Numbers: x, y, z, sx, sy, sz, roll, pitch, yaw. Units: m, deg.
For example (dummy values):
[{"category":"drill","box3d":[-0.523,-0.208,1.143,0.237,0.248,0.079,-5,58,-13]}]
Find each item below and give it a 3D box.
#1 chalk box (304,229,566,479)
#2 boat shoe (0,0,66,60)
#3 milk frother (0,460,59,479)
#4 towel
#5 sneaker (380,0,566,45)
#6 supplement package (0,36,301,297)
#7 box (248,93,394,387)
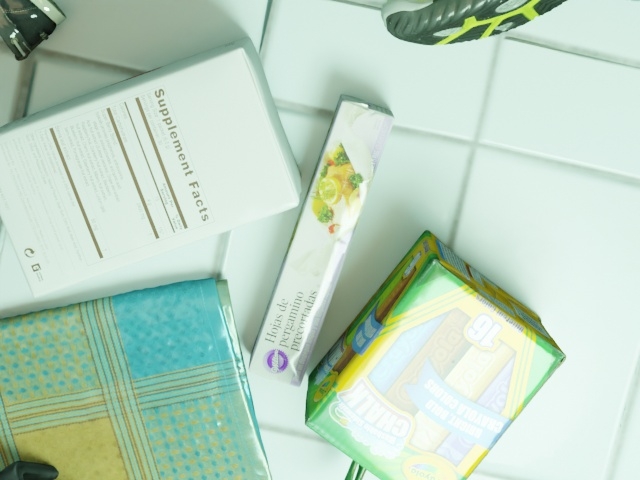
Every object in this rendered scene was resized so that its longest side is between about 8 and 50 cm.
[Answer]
[{"category":"chalk box","box3d":[0.098,0.164,1.619,0.179,0.180,0.289,38,98,-7]},{"category":"boat shoe","box3d":[-0.381,-0.290,1.576,0.233,0.084,0.079,43,98,-11]},{"category":"milk frother","box3d":[-0.326,0.328,1.640,0.129,0.135,0.143,43,98,24]},{"category":"towel","box3d":[-0.257,0.200,1.700,0.370,0.040,0.271,-11,101,3]},{"category":"sneaker","box3d":[0.230,-0.330,1.547,0.385,0.145,0.147,-28,81,12]},{"category":"supplement package","box3d":[-0.184,-0.083,1.570,0.293,0.177,0.175,-19,100,3]},{"category":"box","box3d":[0.000,0.000,1.644,0.063,0.067,0.324,19,102,-3]}]
